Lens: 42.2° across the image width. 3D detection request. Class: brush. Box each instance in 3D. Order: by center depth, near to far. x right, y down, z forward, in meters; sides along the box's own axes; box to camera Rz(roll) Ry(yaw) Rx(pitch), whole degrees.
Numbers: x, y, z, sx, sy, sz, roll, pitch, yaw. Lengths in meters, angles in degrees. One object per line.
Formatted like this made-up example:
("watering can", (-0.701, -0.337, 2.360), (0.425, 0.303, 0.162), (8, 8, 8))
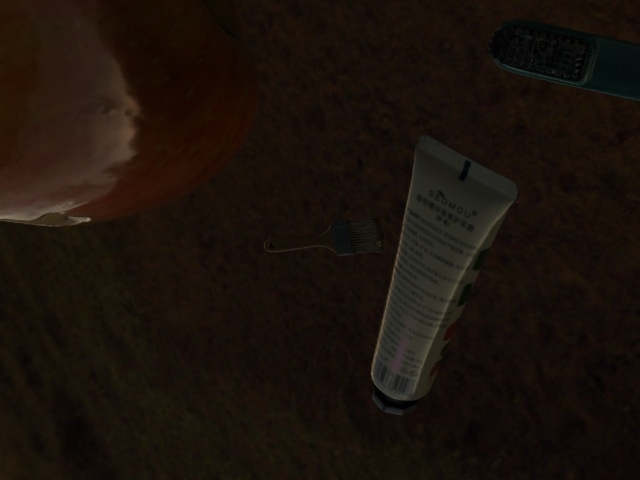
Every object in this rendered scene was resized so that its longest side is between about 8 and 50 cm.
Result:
("brush", (0.217, -0.134, 0.637), (0.193, 0.032, 0.043), (21, 110, 28))
("brush", (0.000, 0.000, 0.997), (0.170, 0.014, 0.043), (-6, 101, 35))

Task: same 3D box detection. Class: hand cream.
("hand cream", (0.092, 0.044, 0.716), (0.095, 0.059, 0.276), (34, 132, 27))

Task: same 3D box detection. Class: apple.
("apple", (-0.175, -0.123, 0.548), (0.242, 0.241, 0.242), (-20, -90, -76))
